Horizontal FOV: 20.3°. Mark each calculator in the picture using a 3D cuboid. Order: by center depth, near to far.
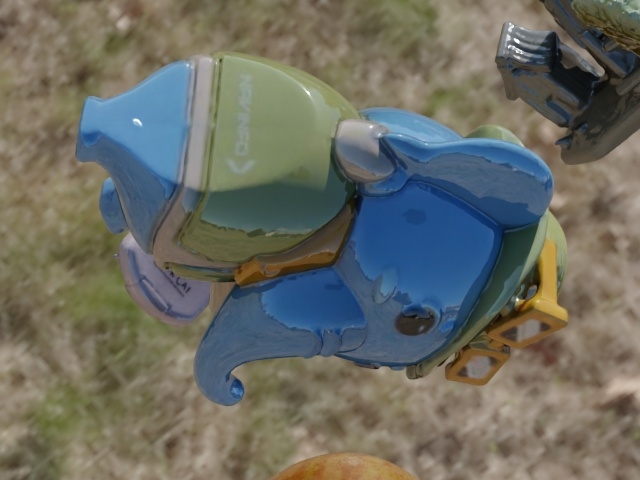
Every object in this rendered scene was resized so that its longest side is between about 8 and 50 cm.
[{"bbox_3d":[-0.107,-0.005,1.589,0.175,0.032,0.100,-50,116,-25],"label":"calculator"}]

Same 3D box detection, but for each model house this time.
[{"bbox_3d":[0.297,-0.213,1.962,0.188,0.229,0.122,43,32,-10],"label":"model house"}]

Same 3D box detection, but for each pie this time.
[{"bbox_3d":[0.135,-0.077,0.691,0.084,0.020,0.084,27,4,-2],"label":"pie"}]

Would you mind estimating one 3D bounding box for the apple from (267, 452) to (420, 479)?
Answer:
[{"bbox_3d":[0.014,0.272,1.382,0.211,0.211,0.188,45,29,-7],"label":"apple"}]

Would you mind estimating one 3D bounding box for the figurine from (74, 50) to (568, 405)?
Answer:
[{"bbox_3d":[0.000,-0.004,0.929,0.262,0.180,0.154,9,30,-8],"label":"figurine"}]
